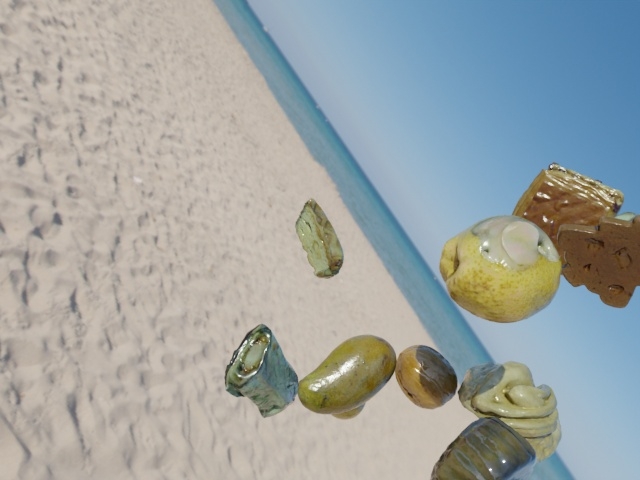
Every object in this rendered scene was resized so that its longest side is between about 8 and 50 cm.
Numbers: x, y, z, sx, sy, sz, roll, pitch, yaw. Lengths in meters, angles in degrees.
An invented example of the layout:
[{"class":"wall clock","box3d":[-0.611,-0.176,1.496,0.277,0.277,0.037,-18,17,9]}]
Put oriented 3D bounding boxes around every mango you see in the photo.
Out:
[{"class":"mango","box3d":[0.088,0.403,1.506,0.176,0.329,0.176,44,-36,18]}]

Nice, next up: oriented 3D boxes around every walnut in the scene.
[{"class":"walnut","box3d":[0.348,0.453,1.706,0.221,0.195,0.195,44,9,-1]}]

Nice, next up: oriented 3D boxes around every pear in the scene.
[{"class":"pear","box3d":[0.418,0.067,1.205,0.271,0.271,0.271,54,9,-12]}]

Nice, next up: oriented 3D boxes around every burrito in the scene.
[{"class":"burrito","box3d":[-0.107,0.285,1.062,0.089,0.144,0.229,15,-27,31]}]

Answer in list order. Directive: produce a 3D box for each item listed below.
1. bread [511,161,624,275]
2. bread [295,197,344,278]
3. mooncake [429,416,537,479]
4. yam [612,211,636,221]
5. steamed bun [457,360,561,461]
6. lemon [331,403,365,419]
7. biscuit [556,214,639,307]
[{"class":"bread","box3d":[0.799,-0.069,1.701,0.277,0.325,0.167,33,13,25]},{"class":"bread","box3d":[0.000,0.000,1.476,0.087,0.128,0.232,-2,57,-38]},{"class":"mooncake","box3d":[0.418,0.606,1.336,0.161,0.290,0.290,43,-2,41]},{"class":"yam","box3d":[0.785,-0.002,1.334,0.070,0.069,0.147,-108,-173,-63]},{"class":"steamed bun","box3d":[0.623,0.523,1.624,0.372,0.230,0.325,42,14,-12]},{"class":"lemon","box3d":[0.088,0.589,1.973,0.187,0.186,0.244,-102,176,-69]},{"class":"biscuit","box3d":[0.751,0.038,1.256,0.278,0.301,0.043,53,39,-12]}]
